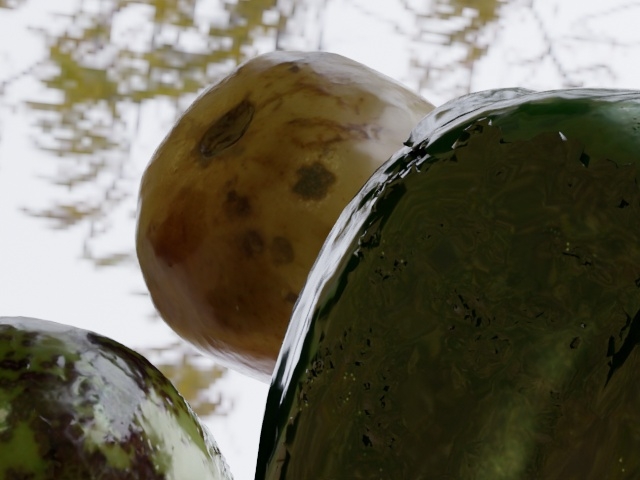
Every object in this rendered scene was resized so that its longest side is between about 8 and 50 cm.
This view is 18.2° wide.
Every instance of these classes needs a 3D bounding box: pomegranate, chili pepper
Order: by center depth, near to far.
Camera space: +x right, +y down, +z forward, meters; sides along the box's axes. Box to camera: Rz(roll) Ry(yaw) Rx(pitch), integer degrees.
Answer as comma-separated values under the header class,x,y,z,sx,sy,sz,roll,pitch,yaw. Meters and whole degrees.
class,x,y,z,sx,sy,sz,roll,pitch,yaw
chili pepper,0.105,0.091,0.562,0.233,0.248,0.257,41,-67,58
pomegranate,-0.127,0.158,0.990,0.204,0.222,0.276,-48,-147,-10
pomegranate,0.000,0.000,1.184,0.215,0.215,0.215,-9,-101,56
